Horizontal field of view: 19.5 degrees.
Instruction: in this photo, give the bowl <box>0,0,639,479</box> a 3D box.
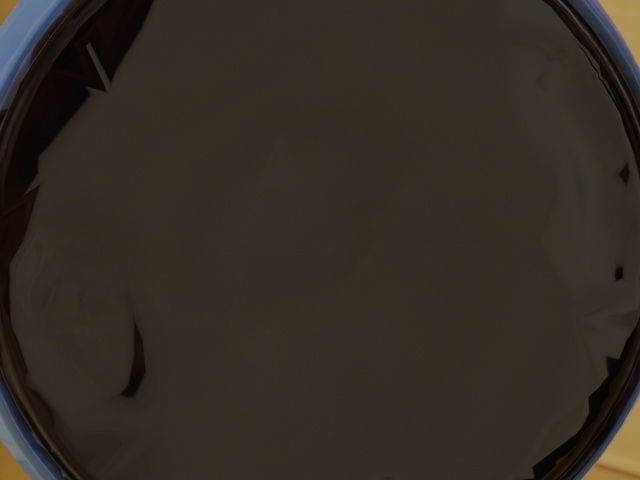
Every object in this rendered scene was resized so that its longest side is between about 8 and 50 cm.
[{"bbox_3d":[0.000,0.000,0.960,0.077,0.391,0.391,-141,63,-78],"label":"bowl"}]
